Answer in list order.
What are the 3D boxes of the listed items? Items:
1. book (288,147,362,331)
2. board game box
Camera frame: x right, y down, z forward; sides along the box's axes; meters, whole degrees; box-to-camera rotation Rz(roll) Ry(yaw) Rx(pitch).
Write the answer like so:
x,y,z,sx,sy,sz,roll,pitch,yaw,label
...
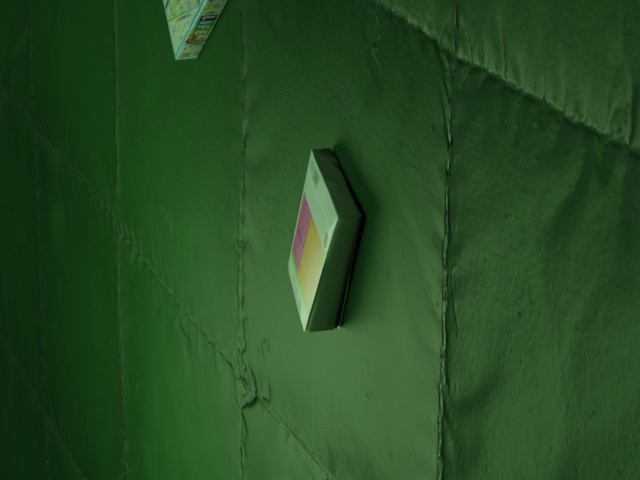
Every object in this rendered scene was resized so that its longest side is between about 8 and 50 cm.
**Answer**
x,y,z,sx,sy,sz,roll,pitch,yaw,label
0.000,0.000,1.777,0.096,0.035,0.144,-112,25,-43,book
-0.138,-0.274,2.070,0.154,0.026,0.103,131,129,-64,board game box
